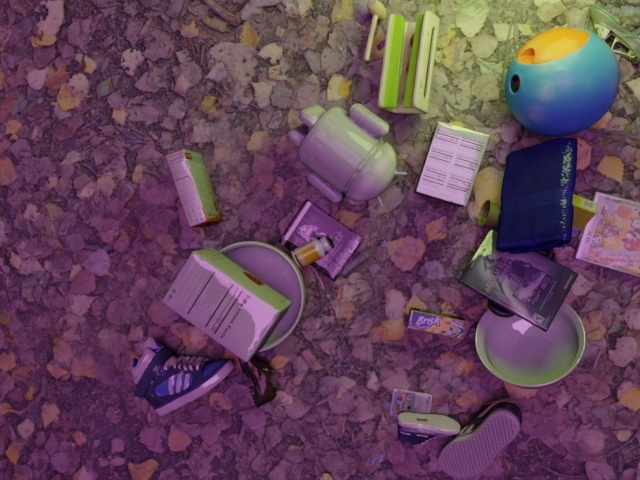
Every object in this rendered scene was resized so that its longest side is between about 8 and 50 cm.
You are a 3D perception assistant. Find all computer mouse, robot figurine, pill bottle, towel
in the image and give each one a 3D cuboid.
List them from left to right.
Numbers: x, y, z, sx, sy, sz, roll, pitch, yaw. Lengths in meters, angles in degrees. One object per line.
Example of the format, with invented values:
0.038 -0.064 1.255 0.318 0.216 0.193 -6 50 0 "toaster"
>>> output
-0.026 0.033 1.781 0.116 0.065 0.065 -28 89 10 "pill bottle"
0.077 -0.251 1.703 0.353 0.200 0.300 37 125 5 "robot figurine"
0.590 0.114 1.697 0.183 0.060 0.262 10 69 10 "computer mouse"
0.604 -0.119 1.603 0.076 0.227 0.309 21 71 -32 "towel"

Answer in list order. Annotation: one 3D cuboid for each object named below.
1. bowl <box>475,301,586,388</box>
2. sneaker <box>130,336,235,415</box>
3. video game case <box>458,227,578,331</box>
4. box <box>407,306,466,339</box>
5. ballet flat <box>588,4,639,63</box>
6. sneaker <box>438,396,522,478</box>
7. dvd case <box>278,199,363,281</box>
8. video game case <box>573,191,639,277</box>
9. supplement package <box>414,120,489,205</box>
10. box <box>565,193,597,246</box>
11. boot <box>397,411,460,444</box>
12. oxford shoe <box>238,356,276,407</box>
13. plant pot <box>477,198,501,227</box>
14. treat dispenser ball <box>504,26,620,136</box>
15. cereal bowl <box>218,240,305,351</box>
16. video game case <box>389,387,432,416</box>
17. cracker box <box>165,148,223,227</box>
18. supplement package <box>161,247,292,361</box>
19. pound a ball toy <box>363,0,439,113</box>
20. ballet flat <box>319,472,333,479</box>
0.603 0.307 1.658 0.297 0.134 0.298 -15 47 16 "bowl"
-0.458 0.393 1.845 0.322 0.130 0.236 -32 92 14 "sneaker"
0.563 0.107 1.656 0.274 0.026 0.196 31 74 17 "video game case"
0.351 0.251 1.761 0.168 0.054 0.059 11 95 7 "box"
0.834 -0.581 1.645 0.213 0.072 0.068 39 101 4 "ballet flat"
0.487 0.590 1.733 0.126 0.127 0.321 45 122 10 "sneaker"
0.000 0.000 1.818 0.221 0.018 0.165 35 98 4 "dvd case"
0.882 -0.014 1.686 0.226 0.026 0.207 16 95 7 "video game case"
0.370 -0.213 1.665 0.149 0.194 0.203 18 94 6 "supplement package"
0.697 -0.061 1.657 0.108 0.178 0.042 22 59 7 "box"
0.329 0.583 1.772 0.189 0.069 0.086 5 114 17 "boot"
-0.203 0.406 1.845 0.096 0.083 0.227 -22 90 -10 "oxford shoe"
0.521 -0.071 1.715 0.079 0.083 0.083 17 95 -4 "plant pot"
0.649 -0.425 1.568 0.287 0.288 0.289 0 93 8 "treat dispenser ball"
-0.206 0.167 1.793 0.338 0.141 0.339 0 93 8 "cereal bowl"
0.282 0.512 1.805 0.121 0.011 0.087 8 94 8 "video game case"
-0.389 -0.159 1.797 0.067 0.155 0.233 -18 90 9 "cracker box"
-0.258 0.175 1.641 0.292 0.177 0.175 34 97 5 "supplement package"
0.237 -0.544 1.719 0.208 0.135 0.320 9 94 33 "pound a ball toy"
0.019 0.826 1.838 0.057 0.049 0.173 1 93 7 "ballet flat"
